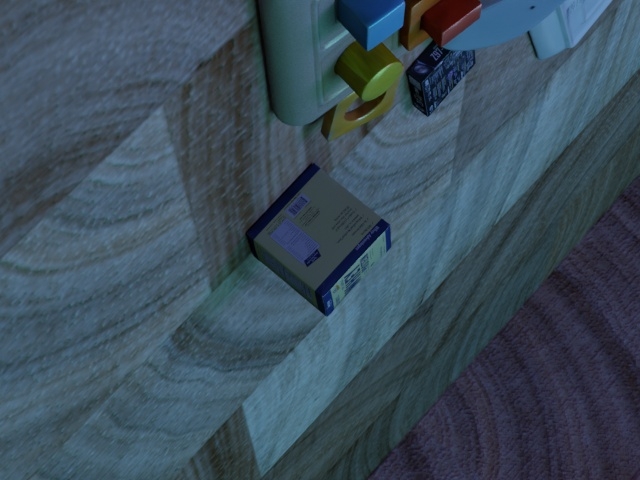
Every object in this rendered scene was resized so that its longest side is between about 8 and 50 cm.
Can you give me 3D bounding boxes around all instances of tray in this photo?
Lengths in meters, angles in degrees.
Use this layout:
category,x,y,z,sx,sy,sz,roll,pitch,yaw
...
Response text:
category,x,y,z,sx,sy,sz,roll,pitch,yaw
tray,0.253,-0.255,1.405,0.145,0.030,0.270,-50,164,3

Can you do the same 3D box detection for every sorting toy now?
category,x,y,z,sx,sy,sz,roll,pitch,yaw
sorting toy,0.056,-0.155,0.977,0.196,0.047,0.348,-33,161,-10

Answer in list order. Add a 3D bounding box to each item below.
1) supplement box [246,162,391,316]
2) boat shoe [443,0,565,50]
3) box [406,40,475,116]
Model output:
category,x,y,z,sx,sy,sz,roll,pitch,yaw
supplement box,0.000,0.000,1.188,0.083,0.083,0.056,-47,164,-11
boat shoe,0.163,-0.226,1.171,0.183,0.083,0.065,-30,151,33
box,0.105,-0.149,1.259,0.067,0.018,0.083,-49,164,-6
